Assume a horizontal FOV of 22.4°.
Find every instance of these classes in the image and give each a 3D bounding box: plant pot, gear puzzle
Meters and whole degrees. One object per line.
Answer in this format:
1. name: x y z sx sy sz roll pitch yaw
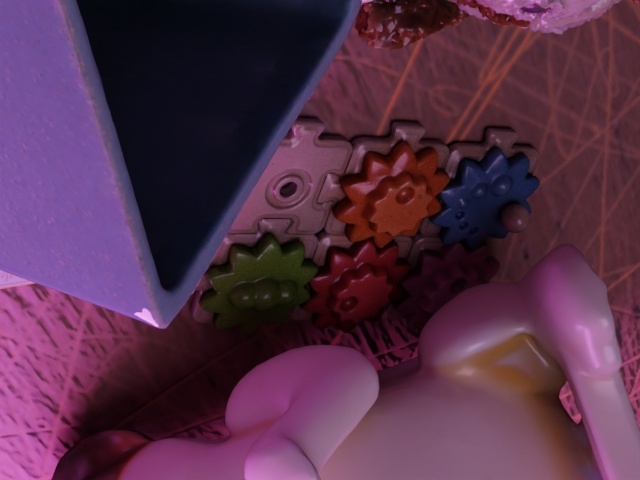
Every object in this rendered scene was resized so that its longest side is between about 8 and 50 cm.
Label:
1. plant pot: -0.153 -0.148 0.739 0.252 0.248 0.247 11 138 21
2. gear puzzle: 0.000 0.000 1.112 0.339 0.044 0.175 1 127 -29

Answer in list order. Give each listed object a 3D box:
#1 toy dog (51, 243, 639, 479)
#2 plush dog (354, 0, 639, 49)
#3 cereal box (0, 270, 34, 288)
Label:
1. toy dog: 0.007 0.187 1.135 0.408 0.395 0.284 -19 99 -7
2. plush dog: 0.116 -0.204 0.937 0.262 0.210 0.225 -4 152 13
3. cereal box: -0.209 -0.038 0.875 0.240 0.173 0.047 -10 130 -22
